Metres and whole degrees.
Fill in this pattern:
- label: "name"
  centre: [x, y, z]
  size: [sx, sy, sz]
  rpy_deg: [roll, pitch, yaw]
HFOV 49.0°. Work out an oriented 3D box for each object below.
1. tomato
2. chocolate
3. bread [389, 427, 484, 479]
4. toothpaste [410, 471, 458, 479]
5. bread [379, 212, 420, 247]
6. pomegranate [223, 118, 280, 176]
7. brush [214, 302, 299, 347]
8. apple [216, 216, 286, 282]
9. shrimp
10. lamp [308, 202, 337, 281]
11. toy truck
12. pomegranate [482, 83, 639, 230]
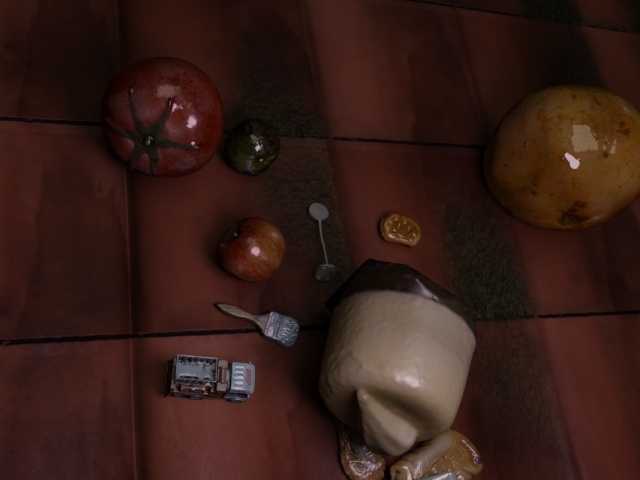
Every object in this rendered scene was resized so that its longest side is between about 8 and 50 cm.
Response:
- label: "tomato"
  centre: [-0.335, -0.270, 1.526]
  size: [0.265, 0.265, 0.264]
  rpy_deg: [8, 65, -18]
- label: "chocolate"
  centre: [0.135, 0.255, 1.422]
  size: [0.326, 0.314, 0.297]
  rpy_deg: [36, 50, -5]
- label: "bread"
  centre: [0.243, 0.498, 1.512]
  size: [0.225, 0.081, 0.134]
  rpy_deg: [-28, 76, -27]
- label: "toothpaste"
  centre: [0.156, 0.522, 1.432]
  size: [0.256, 0.037, 0.067]
  rpy_deg: [-10, 73, 5]
- label: "bread"
  centre: [0.198, -0.026, 1.750]
  size: [0.111, 0.044, 0.083]
  rpy_deg: [16, 59, -17]
- label: "pomegranate"
  centre: [-0.153, -0.224, 1.658]
  size: [0.126, 0.138, 0.163]
  rpy_deg: [31, 28, 5]
- label: "brush"
  centre: [-0.141, 0.175, 1.540]
  size: [0.196, 0.021, 0.070]
  rpy_deg: [22, 62, -9]
- label: "apple"
  centre: [-0.148, 0.021, 1.535]
  size: [0.131, 0.146, 0.146]
  rpy_deg: [47, 55, -30]
- label: "shrimp"
  centre: [0.074, 0.435, 1.494]
  size: [0.091, 0.043, 0.184]
  rpy_deg: [-22, 78, -25]
- label: "lamp"
  centre: [0.000, 0.000, 1.672]
  size: [0.050, 0.056, 0.198]
  rpy_deg: [4, 55, -19]
- label: "toy truck"
  centre: [-0.215, 0.274, 1.409]
  size: [0.178, 0.115, 0.080]
  rpy_deg: [9, 64, -20]
- label: "pomegranate"
  centre: [0.627, -0.224, 1.814]
  size: [0.417, 0.416, 0.416]
  rpy_deg: [8, 65, -18]
